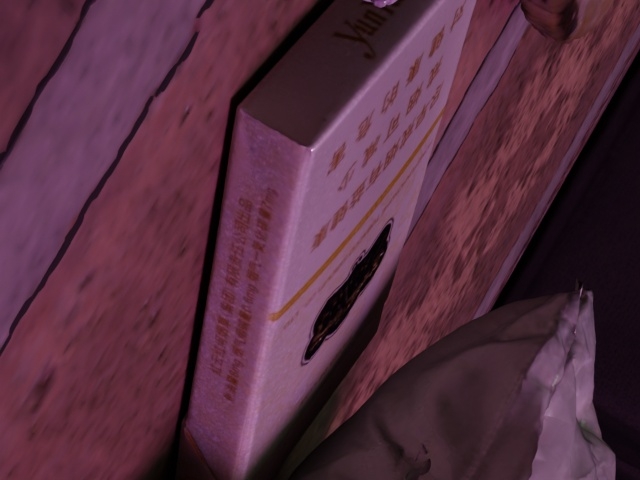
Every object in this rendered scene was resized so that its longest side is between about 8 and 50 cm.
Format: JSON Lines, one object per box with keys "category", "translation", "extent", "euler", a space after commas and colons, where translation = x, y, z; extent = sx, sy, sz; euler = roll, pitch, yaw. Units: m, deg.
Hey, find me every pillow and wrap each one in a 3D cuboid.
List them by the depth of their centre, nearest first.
{"category": "pillow", "translation": [-0.015, 0.182, 0.546], "extent": [0.310, 0.138, 0.283], "euler": [-50, 163, -39]}

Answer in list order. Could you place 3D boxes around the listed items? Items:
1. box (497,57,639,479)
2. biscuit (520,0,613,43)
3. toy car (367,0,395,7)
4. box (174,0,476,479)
{"category": "box", "translation": [0.263, 0.001, 1.126], "extent": [0.345, 0.204, 0.251], "euler": [-59, 168, -10]}
{"category": "biscuit", "translation": [0.098, -0.127, 0.571], "extent": [0.133, 0.032, 0.250], "euler": [-61, 168, -2]}
{"category": "toy car", "translation": [0.031, -0.091, 0.396], "extent": [0.093, 0.025, 0.041], "euler": [-54, 167, -29]}
{"category": "box", "translation": [0.000, 0.000, 0.475], "extent": [0.090, 0.024, 0.167], "euler": [-51, 164, -37]}
